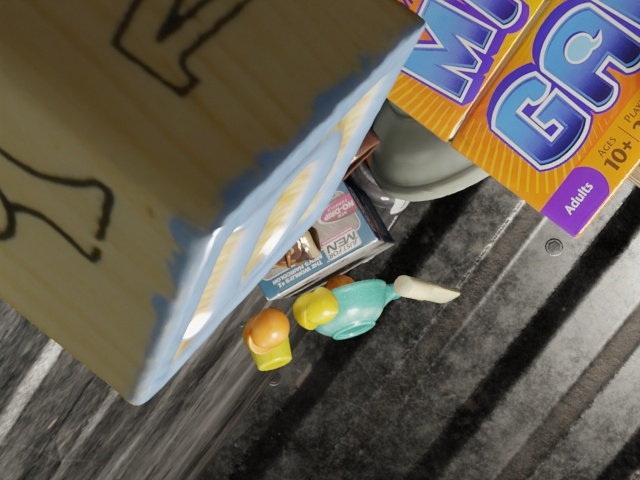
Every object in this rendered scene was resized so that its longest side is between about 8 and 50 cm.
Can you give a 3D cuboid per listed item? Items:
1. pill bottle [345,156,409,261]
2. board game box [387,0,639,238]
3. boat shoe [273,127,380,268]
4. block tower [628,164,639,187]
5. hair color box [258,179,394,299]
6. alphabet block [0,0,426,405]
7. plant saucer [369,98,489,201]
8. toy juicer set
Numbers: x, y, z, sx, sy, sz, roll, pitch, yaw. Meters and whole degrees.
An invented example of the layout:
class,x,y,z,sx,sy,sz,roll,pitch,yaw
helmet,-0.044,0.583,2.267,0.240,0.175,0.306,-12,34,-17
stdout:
class,x,y,z,sx,sy,sz,roll,pitch,yaw
pill bottle,0.081,-0.077,2.161,0.130,0.130,0.245,-47,172,-40
board game box,0.293,-0.291,1.496,0.356,0.356,0.356,-56,173,30
boat shoe,-0.053,-0.015,1.587,0.342,0.123,0.123,-54,173,8
block tower,0.417,-0.092,1.451,0.091,0.097,0.335,-53,172,3
hair color box,0.000,0.000,1.891,0.174,0.105,0.347,-30,176,5
alphabet block,-0.097,-0.069,0.686,0.193,0.197,0.192,-47,172,-38
plant saucer,0.208,-0.238,1.887,0.400,0.100,0.400,-34,-150,23
toy juicer set,0.032,0.083,1.866,0.329,0.089,0.209,-20,163,2
